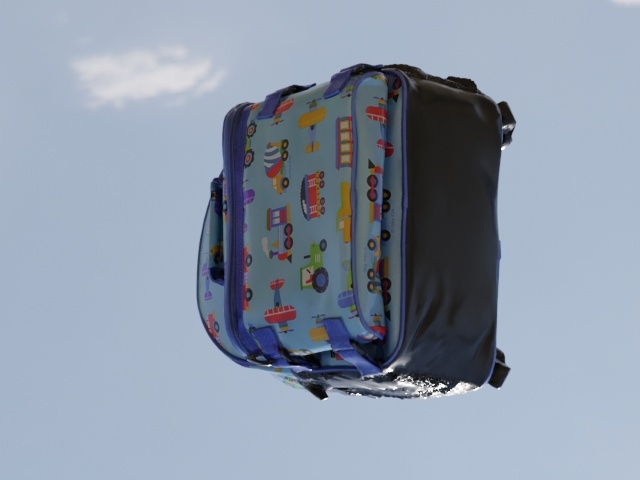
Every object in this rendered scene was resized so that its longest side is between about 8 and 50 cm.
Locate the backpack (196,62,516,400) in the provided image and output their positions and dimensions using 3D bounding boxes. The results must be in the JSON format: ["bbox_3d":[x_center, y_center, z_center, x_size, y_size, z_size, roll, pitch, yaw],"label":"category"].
[{"bbox_3d":[0.000,0.000,0.716,0.116,0.158,0.173,11,168,-41],"label":"backpack"}]
